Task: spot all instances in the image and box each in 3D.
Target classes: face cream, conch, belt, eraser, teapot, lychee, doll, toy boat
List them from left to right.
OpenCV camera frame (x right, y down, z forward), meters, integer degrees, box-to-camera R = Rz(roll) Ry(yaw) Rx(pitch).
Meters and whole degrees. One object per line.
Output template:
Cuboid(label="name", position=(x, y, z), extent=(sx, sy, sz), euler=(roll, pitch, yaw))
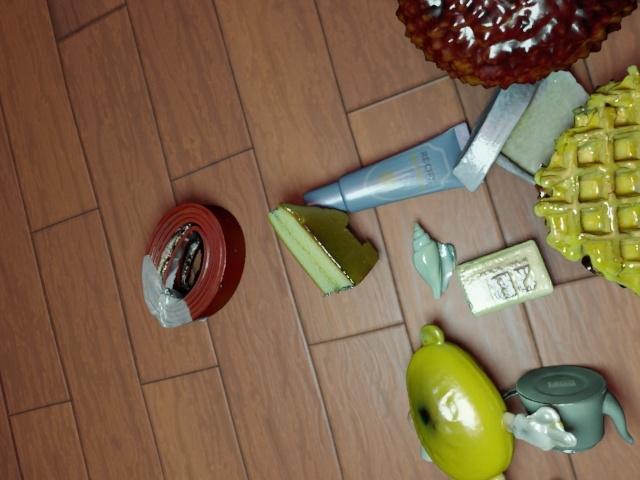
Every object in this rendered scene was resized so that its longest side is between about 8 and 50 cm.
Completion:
Cuboid(label="belt", position=(-0.315, 0.068, 1.286), extent=(0.227, 0.115, 0.324), euler=(21, 98, 18))
Cuboid(label="face cream", position=(0.150, -0.132, 1.146), extent=(0.385, 0.086, 0.136), euler=(-17, 87, 13))
Cuboid(label="conch", position=(0.241, 0.037, 1.133), extent=(0.065, 0.088, 0.180), euler=(-18, 92, 61))
Cuboid(label="doll", position=(0.308, 0.412, 1.038), extent=(0.348, 0.161, 0.423), euler=(24, 115, 43))
Cuboid(label="eraser", position=(0.380, 0.080, 1.082), extent=(0.172, 0.058, 0.117), euler=(-21, 84, 18))
Cuboid(label="lychee", position=(0.325, -0.463, 0.871), extent=(0.424, 0.500, 0.425), euler=(13, 124, 20))
Cuboid(label="toy boat", position=(0.434, -0.208, 1.045), extent=(0.293, 0.111, 0.276), euler=(13, 94, 3))
Cuboid(label="teapot", position=(0.471, 0.346, 1.019), extent=(0.239, 0.162, 0.149), euler=(-9, 100, 33))

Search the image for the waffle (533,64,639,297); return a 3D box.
Cuboid(label="waffle", position=(0.598, -0.103, 0.949), extent=(0.379, 0.095, 0.382), euler=(34, 99, 2))

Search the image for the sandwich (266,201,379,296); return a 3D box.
Cuboid(label="sandwich", position=(0.000, 0.000, 1.142), extent=(0.236, 0.128, 0.122), euler=(52, 134, -3))
